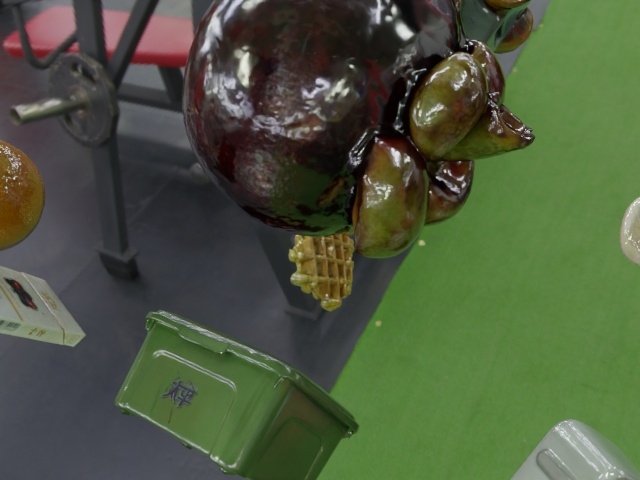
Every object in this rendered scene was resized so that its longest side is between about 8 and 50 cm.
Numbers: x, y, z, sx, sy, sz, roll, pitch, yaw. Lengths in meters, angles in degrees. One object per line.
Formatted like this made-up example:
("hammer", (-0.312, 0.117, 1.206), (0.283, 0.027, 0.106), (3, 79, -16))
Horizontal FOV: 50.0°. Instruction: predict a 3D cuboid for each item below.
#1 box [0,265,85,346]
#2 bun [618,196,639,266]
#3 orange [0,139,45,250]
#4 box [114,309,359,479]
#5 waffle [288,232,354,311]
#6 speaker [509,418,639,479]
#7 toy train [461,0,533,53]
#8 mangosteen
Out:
("box", (-0.311, 0.060, 0.687), (0.024, 0.167, 0.090), (-45, 69, 0))
("bun", (0.758, -0.017, 1.471), (0.237, 0.116, 0.209), (-22, 75, 9))
("orange", (-0.549, -0.071, 1.112), (0.206, 0.206, 0.206), (-6, 44, 6))
("box", (-0.138, 0.256, 1.047), (0.329, 0.253, 0.177), (15, 69, 41))
("waffle", (0.001, -0.008, 1.451), (0.058, 0.281, 0.300), (-15, 52, 25))
("speaker", (0.417, 0.542, 1.232), (0.406, 0.183, 0.184), (-54, 14, 5))
("toy train", (0.138, -0.286, 0.926), (0.232, 0.163, 0.369), (36, 89, 14))
("mangosteen", (0.035, -0.137, 0.683), (0.347, 0.306, 0.307), (31, 58, 23))
